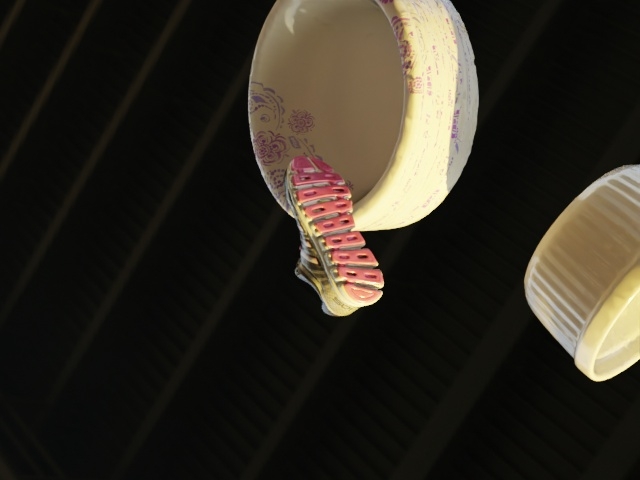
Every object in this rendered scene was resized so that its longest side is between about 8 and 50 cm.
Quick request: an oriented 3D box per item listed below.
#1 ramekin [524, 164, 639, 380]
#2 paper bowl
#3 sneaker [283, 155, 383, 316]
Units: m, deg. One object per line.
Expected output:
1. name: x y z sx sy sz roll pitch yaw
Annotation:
1. ramekin: 0.292 0.024 1.055 0.109 0.207 0.207 45 -75 28
2. paper bowl: 0.057 -0.153 1.191 0.284 0.148 0.284 6 -83 52
3. sneaker: 0.000 0.000 1.048 0.075 0.063 0.170 -51 -124 48
